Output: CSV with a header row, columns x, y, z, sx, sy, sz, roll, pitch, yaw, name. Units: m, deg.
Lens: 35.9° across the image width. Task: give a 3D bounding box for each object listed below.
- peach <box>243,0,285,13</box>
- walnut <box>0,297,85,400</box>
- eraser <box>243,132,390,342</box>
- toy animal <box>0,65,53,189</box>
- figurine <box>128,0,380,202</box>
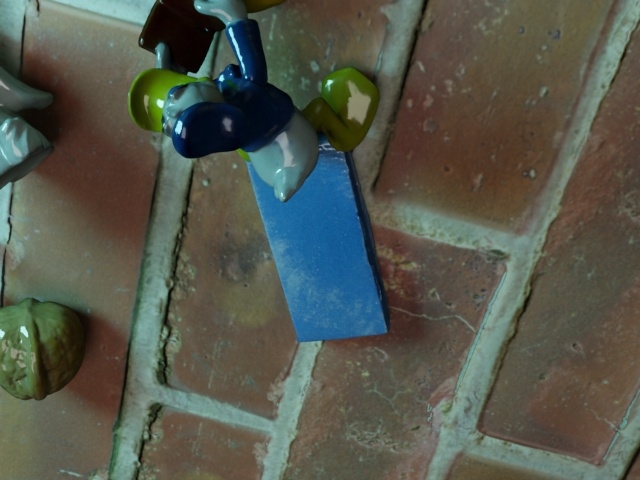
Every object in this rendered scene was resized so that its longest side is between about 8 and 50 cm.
x,y,z,sx,sy,sz,roll,pitch,yaw,name
-0.084,-0.358,1.162,0.179,0.103,0.179,5,120,9,peach
-0.436,0.165,1.499,0.166,0.149,0.166,-10,134,-11,walnut
0.000,0.000,1.384,0.144,0.043,0.312,-8,117,15,eraser
-0.491,-0.174,1.268,0.206,0.271,0.265,-27,102,46,toy animal
-0.096,-0.175,1.122,0.204,0.338,0.283,-31,98,20,figurine
